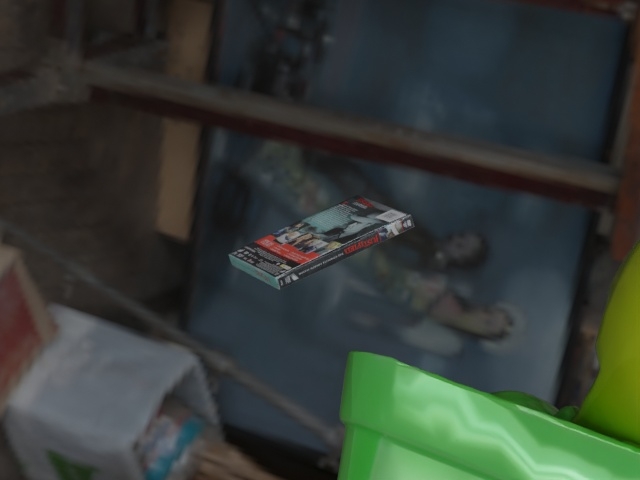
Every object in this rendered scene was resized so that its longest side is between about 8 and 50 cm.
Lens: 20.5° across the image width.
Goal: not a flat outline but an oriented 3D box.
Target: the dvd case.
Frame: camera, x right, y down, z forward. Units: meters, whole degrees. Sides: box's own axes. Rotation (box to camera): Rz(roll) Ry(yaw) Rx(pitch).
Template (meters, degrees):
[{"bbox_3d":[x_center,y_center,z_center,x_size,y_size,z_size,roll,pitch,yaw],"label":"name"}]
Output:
[{"bbox_3d":[0.000,0.000,1.342,0.119,0.087,0.013,-26,112,-21],"label":"dvd case"}]

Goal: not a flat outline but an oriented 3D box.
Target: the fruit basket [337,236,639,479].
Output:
[{"bbox_3d":[0.197,0.116,0.868,0.283,0.392,0.392,58,52,-72],"label":"fruit basket"}]
